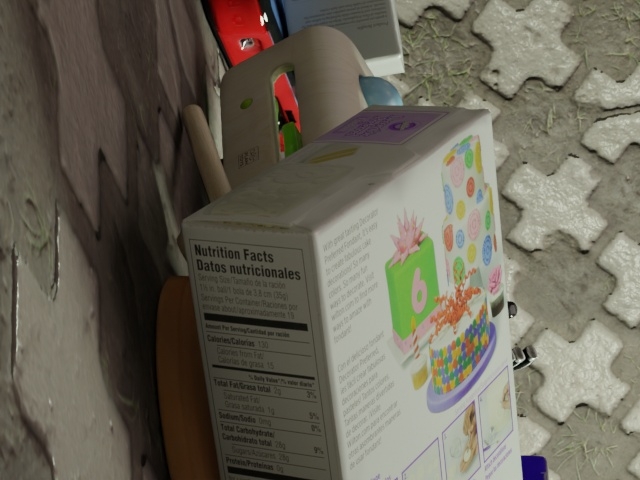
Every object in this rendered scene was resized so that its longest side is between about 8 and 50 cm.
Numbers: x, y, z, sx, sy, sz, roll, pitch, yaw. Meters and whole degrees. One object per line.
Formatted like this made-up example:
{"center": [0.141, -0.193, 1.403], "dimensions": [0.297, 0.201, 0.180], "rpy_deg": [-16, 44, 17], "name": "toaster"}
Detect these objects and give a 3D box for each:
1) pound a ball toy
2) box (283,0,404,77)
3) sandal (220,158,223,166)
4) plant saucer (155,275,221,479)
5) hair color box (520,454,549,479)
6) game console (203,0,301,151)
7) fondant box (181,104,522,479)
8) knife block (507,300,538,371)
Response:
{"center": [-0.005, -0.051, 1.302], "dimensions": [0.208, 0.136, 0.319], "rpy_deg": [55, 17, -36], "name": "pound a ball toy"}
{"center": [0.023, -0.196, 1.616], "dimensions": [0.102, 0.101, 0.087], "rpy_deg": [34, 46, -83], "name": "box"}
{"center": [-0.059, 0.002, 1.379], "dimensions": [0.067, 0.040, 0.179], "rpy_deg": [75, 9, -49], "name": "sandal"}
{"center": [-0.068, 0.120, 1.138], "dimensions": [0.200, 0.037, 0.200], "rpy_deg": [-9, 90, -85], "name": "plant saucer"}
{"center": [0.142, 0.363, 1.463], "dimensions": [0.185, 0.110, 0.338], "rpy_deg": [-84, 173, -51], "name": "hair color box"}
{"center": [-0.067, -0.292, 1.671], "dimensions": [0.386, 0.060, 0.342], "rpy_deg": [68, 15, -69], "name": "game console"}
{"center": [0.034, 0.102, 1.116], "dimensions": [0.238, 0.096, 0.330], "rpy_deg": [-35, 125, -53], "name": "fondant box"}
{"center": [0.115, 0.126, 1.904], "dimensions": [0.276, 0.242, 0.088], "rpy_deg": [44, 38, -81], "name": "knife block"}
